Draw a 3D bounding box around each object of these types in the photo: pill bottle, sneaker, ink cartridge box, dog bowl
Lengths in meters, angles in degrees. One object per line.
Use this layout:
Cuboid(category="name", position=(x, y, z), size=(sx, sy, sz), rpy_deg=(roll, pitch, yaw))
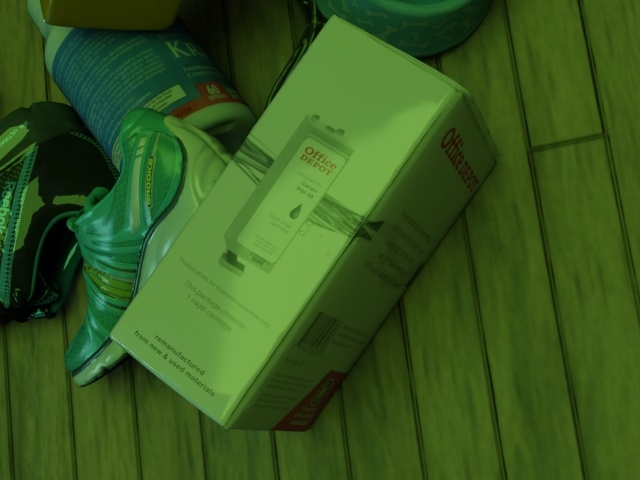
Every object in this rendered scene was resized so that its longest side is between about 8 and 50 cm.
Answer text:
Cuboid(category="pill bottle", position=(-0.163, -0.146, 0.992), size=(0.124, 0.124, 0.221), rpy_deg=(-40, 71, 7))
Cuboid(category="sneaker", position=(-0.152, 0.009, 0.923), size=(0.110, 0.107, 0.275), rpy_deg=(36, 125, 8))
Cuboid(category="sneaker", position=(-0.311, 0.034, 1.004), size=(0.341, 0.125, 0.139), rpy_deg=(-46, 71, 5))
Cuboid(category="ink cartridge box", position=(0.000, 0.000, 0.867), size=(0.117, 0.207, 0.283), rpy_deg=(35, 90, 19))
Cuboid(category="dog bowl", position=(0.088, -0.303, 0.939), size=(0.166, 0.074, 0.297), rpy_deg=(13, 83, -5))

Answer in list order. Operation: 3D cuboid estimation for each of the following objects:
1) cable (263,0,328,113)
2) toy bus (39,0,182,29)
Cuboid(category="cable", position=(0.006, -0.210, 1.004), size=(0.140, 0.072, 0.287), rpy_deg=(-3, 90, 0))
Cuboid(category="toy bus", position=(-0.134, -0.299, 0.818), size=(0.108, 0.332, 0.130), rpy_deg=(-1, 51, -21))
